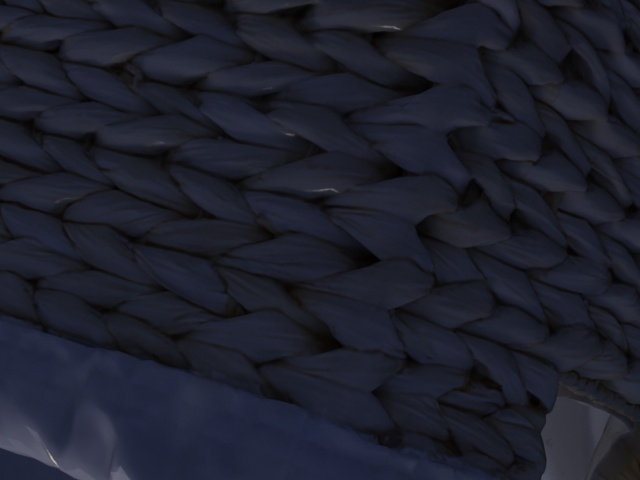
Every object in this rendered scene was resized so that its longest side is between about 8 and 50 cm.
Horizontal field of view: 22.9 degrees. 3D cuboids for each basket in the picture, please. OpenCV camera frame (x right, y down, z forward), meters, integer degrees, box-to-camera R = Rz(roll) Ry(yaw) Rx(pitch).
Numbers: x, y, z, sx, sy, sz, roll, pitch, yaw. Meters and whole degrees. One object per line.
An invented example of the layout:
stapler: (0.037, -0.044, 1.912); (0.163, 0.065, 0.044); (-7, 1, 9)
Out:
basket: (0.005, -0.019, 0.646); (0.331, 0.266, 0.328); (16, 174, 39)
